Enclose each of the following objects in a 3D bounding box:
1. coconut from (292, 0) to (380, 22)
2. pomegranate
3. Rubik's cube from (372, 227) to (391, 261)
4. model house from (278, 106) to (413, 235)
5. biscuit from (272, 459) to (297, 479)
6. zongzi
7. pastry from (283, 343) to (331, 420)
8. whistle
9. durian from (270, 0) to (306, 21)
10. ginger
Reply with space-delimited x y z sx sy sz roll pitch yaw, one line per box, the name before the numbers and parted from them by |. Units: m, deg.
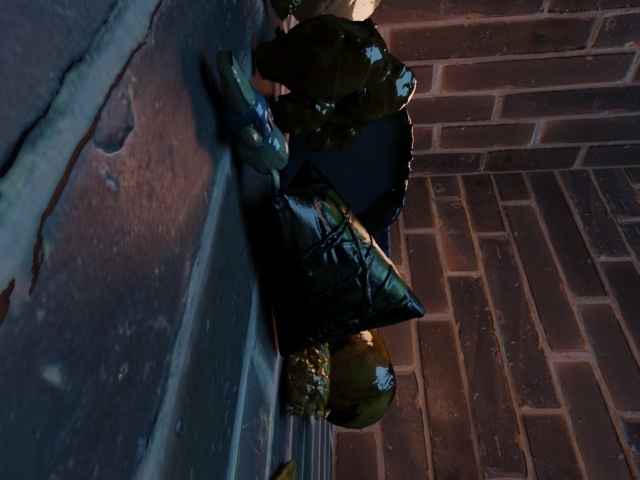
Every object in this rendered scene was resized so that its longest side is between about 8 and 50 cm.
coconut | 0.030 -0.676 1.192 0.329 0.329 0.328 -2 90 -85
pomegranate | 0.093 0.416 1.485 0.322 0.323 0.321 -2 90 -85
Rubik's cube | 0.097 -0.072 1.702 0.292 0.287 0.292 -71 158 -75
model house | 0.069 -0.137 1.261 0.339 0.298 0.359 82 13 -71
biscuit | -0.072 0.507 0.938 0.247 0.029 0.118 68 20 -76
zongzi | 0.000 0.000 0.966 0.362 0.319 0.383 -81 150 -59
pastry | -0.028 0.314 1.118 0.249 0.103 0.154 -89 176 -58
whistle | -0.100 -0.165 0.675 0.235 0.077 0.113 65 14 -64
durian | -0.067 -0.653 0.978 0.158 0.169 0.351 -13 101 -59
ginger | 0.024 -0.320 0.981 0.358 0.274 0.152 18 41 -53
